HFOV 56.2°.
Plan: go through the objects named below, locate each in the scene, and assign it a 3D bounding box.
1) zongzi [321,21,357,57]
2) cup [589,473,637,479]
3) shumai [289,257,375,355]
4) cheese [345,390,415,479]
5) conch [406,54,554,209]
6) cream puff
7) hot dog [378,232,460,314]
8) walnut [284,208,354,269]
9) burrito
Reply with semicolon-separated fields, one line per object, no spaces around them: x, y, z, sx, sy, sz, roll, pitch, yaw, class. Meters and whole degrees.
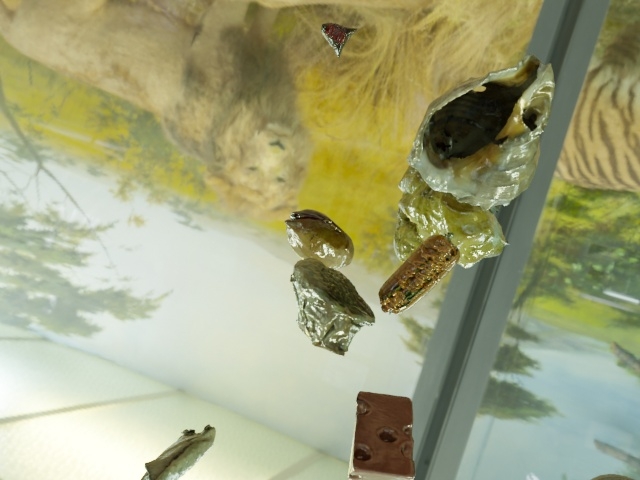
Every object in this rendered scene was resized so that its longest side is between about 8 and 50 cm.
0.046;-0.474;1.371;0.083;0.073;0.067;52;-174;-11;zongzi
0.504;0.498;0.976;0.301;0.257;0.227;-27;-142;-34;cup
0.009;0.130;1.145;0.201;0.120;0.201;37;-168;-9;shumai
0.117;0.392;1.196;0.128;0.177;0.203;6;150;3;cheese
0.287;-0.202;1.097;0.263;0.324;0.186;-2;-142;-20;conch
0.281;-0.074;1.450;0.270;0.323;0.274;-24;123;22;cream puff
0.178;0.061;1.070;0.072;0.188;0.055;42;-170;-4;hot dog
0.000;0.000;1.549;0.137;0.137;0.245;15;165;45;walnut
-0.176;0.266;0.717;0.042;0.051;0.171;62;-164;4;burrito
